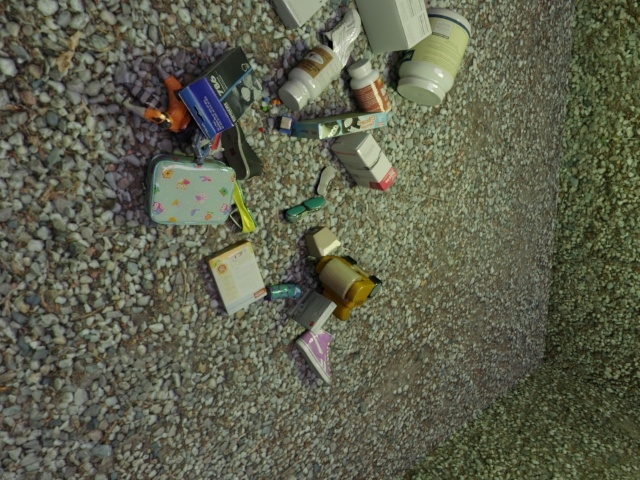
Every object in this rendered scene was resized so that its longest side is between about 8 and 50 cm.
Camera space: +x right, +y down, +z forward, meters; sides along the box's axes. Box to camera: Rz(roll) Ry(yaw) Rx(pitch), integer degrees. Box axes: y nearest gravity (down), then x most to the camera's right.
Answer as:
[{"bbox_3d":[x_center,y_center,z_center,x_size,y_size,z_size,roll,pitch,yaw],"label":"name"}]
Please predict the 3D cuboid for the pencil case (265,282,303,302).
[{"bbox_3d":[-0.150,0.209,1.783,0.151,0.064,0.070,-1,84,-36],"label":"pencil case"}]

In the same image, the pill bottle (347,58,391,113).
[{"bbox_3d":[0.192,-0.601,1.766,0.121,0.121,0.216,-44,126,-19],"label":"pill bottle"}]

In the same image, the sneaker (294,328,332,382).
[{"bbox_3d":[0.013,0.501,1.972,0.161,0.102,0.282,-39,123,-25],"label":"sneaker"}]

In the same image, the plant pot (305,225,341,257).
[{"bbox_3d":[0.000,0.000,1.814,0.109,0.109,0.096,-36,110,-23],"label":"plant pot"}]

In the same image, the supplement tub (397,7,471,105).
[{"bbox_3d":[0.468,-0.760,1.855,0.235,0.235,0.325,19,92,-39],"label":"supplement tub"}]

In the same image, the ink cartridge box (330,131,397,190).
[{"bbox_3d":[0.177,-0.324,1.803,0.100,0.172,0.237,-52,127,-13],"label":"ink cartridge box"}]

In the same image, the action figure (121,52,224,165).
[{"bbox_3d":[-0.418,-0.405,1.381,0.330,0.178,0.341,49,45,-42],"label":"action figure"}]

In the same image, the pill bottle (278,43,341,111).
[{"bbox_3d":[-0.041,-0.579,1.590,0.229,0.131,0.131,-50,127,-14],"label":"pill bottle"}]

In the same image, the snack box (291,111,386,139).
[{"bbox_3d":[0.071,-0.440,1.680,0.322,0.187,0.060,-19,114,-31],"label":"snack box"}]

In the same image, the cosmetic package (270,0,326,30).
[{"bbox_3d":[-0.050,-0.851,1.534,0.231,0.085,0.117,-52,127,-15],"label":"cosmetic package"}]

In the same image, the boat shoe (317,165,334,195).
[{"bbox_3d":[0.021,-0.240,1.797,0.046,0.038,0.125,18,86,3],"label":"boat shoe"}]

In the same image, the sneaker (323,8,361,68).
[{"bbox_3d":[0.070,-0.763,1.650,0.115,0.090,0.232,17,92,-35],"label":"sneaker"}]

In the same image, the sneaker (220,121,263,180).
[{"bbox_3d":[-0.275,-0.320,1.538,0.118,0.083,0.222,-28,106,-63],"label":"sneaker"}]

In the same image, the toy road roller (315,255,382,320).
[{"bbox_3d":[0.089,0.210,1.841,0.241,0.202,0.329,-57,156,10],"label":"toy road roller"}]

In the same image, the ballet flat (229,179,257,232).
[{"bbox_3d":[-0.296,-0.124,1.574,0.077,0.077,0.231,-25,120,-11],"label":"ballet flat"}]

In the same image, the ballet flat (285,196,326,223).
[{"bbox_3d":[-0.061,-0.117,1.765,0.188,0.070,0.070,-23,116,-28],"label":"ballet flat"}]

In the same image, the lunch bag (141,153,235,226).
[{"bbox_3d":[-0.427,-0.156,1.433,0.279,0.108,0.224,0,114,-35],"label":"lunch bag"}]

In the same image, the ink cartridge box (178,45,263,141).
[{"bbox_3d":[-0.294,-0.462,1.374,0.165,0.065,0.333,60,35,-33],"label":"ink cartridge box"}]

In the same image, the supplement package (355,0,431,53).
[{"bbox_3d":[0.271,-0.877,1.691,0.145,0.204,0.262,-40,124,-22],"label":"supplement package"}]

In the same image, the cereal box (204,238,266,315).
[{"bbox_3d":[-0.310,0.137,1.651,0.173,0.047,0.240,-27,119,-28],"label":"cereal box"}]

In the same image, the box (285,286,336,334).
[{"bbox_3d":[-0.041,0.281,1.808,0.145,0.186,0.038,-52,127,-14],"label":"box"}]

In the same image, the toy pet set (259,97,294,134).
[{"bbox_3d":[-0.156,-0.438,1.607,0.114,0.065,0.122,12,94,-4],"label":"toy pet set"}]
